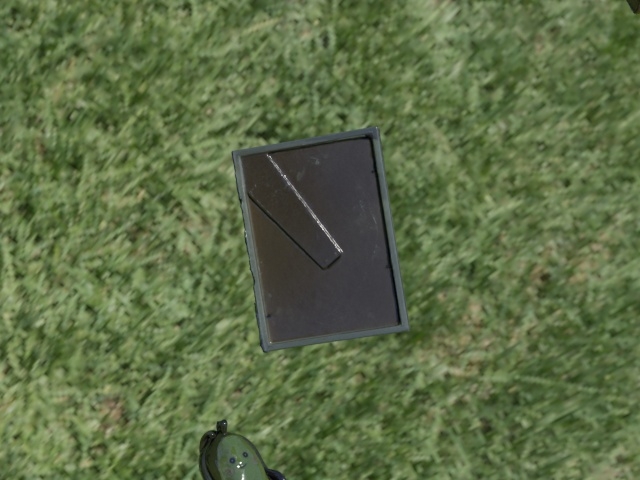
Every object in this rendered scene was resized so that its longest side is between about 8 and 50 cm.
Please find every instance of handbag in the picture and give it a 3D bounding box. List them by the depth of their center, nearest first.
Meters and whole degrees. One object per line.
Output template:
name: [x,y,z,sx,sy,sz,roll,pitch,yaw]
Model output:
handbag: [-0.070,0.208,1.119,0.072,0.047,0.111,-24,83,-26]

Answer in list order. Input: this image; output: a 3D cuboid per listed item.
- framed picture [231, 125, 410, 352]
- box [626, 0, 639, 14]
framed picture: [0.000,0.000,0.932,0.109,0.011,0.149,-8,90,8]
box: [0.259,-0.230,1.011,0.090,0.023,0.133,-8,55,-20]
